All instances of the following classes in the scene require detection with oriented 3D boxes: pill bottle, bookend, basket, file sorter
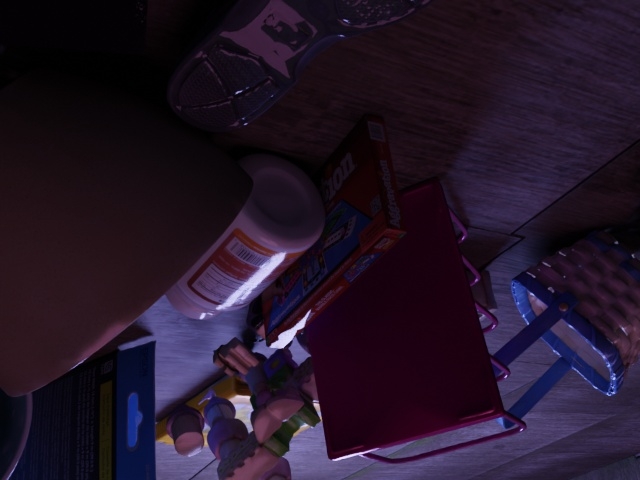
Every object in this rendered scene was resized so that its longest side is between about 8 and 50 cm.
[{"bbox_3d":[-0.098,0.006,0.873,0.121,0.121,0.216,11,145,-31],"label":"pill bottle"},{"bbox_3d":[-0.194,-0.211,0.516,0.157,0.072,0.156,0,148,-15],"label":"bookend"},{"bbox_3d":[0.354,0.147,1.122,0.289,0.201,0.254,-44,149,-8],"label":"basket"},{"bbox_3d":[0.113,0.114,0.955,0.202,0.290,0.182,-21,151,20],"label":"file sorter"}]

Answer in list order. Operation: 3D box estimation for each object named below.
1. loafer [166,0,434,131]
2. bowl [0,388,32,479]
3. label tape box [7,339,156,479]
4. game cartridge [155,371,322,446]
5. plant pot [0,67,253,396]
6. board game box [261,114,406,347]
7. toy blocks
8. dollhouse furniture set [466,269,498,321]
[{"bbox_3d":[-0.005,-0.201,0.586,0.303,0.095,0.109,-31,134,27],"label":"loafer"},{"bbox_3d":[-0.540,0.227,1.002,0.312,0.311,0.163,1,168,-18],"label":"bowl"},{"bbox_3d":[-0.366,0.337,1.241,0.348,0.249,0.115,-23,147,23],"label":"label tape box"},{"bbox_3d":[-0.140,0.355,1.539,0.286,0.052,0.324,14,142,-35],"label":"game cartridge"},{"bbox_3d":[-0.228,-0.034,0.666,0.284,0.284,0.191,-29,109,31],"label":"plant pot"},{"bbox_3d":[0.000,0.000,0.865,0.027,0.145,0.281,11,145,-26],"label":"board game box"},{"bbox_3d":[-0.083,0.217,1.191,0.288,0.260,0.309,-44,117,3],"label":"toy blocks"},{"bbox_3d":[0.181,0.150,1.133,0.130,0.183,0.129,5,149,-23],"label":"dollhouse furniture set"}]
